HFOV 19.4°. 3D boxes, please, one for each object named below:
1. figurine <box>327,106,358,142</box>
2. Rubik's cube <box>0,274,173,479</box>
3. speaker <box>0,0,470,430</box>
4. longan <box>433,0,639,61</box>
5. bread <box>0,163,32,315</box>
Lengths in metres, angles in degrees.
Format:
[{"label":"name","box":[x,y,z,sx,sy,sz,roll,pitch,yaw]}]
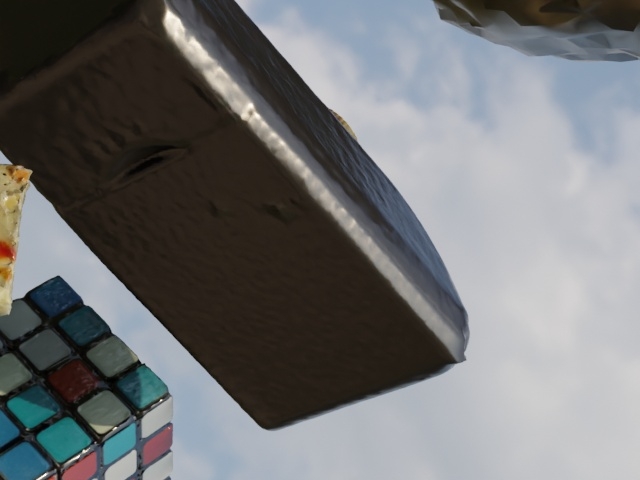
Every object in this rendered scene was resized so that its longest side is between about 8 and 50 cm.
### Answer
[{"label":"figurine","box":[-0.006,0.007,1.458,0.143,0.143,0.271,38,-23,29]},{"label":"Rubik's cube","box":[-0.218,0.151,1.461,0.154,0.151,0.155,42,-31,26]},{"label":"speaker","box":[-0.062,-0.072,1.232,0.180,0.184,0.388,-22,-58,31]},{"label":"longan","box":[0.258,-0.338,1.567,0.435,0.404,0.404,1,-53,15]},{"label":"bread","box":[-0.202,-0.003,0.797,0.028,0.153,0.068,92,1,-65]}]
